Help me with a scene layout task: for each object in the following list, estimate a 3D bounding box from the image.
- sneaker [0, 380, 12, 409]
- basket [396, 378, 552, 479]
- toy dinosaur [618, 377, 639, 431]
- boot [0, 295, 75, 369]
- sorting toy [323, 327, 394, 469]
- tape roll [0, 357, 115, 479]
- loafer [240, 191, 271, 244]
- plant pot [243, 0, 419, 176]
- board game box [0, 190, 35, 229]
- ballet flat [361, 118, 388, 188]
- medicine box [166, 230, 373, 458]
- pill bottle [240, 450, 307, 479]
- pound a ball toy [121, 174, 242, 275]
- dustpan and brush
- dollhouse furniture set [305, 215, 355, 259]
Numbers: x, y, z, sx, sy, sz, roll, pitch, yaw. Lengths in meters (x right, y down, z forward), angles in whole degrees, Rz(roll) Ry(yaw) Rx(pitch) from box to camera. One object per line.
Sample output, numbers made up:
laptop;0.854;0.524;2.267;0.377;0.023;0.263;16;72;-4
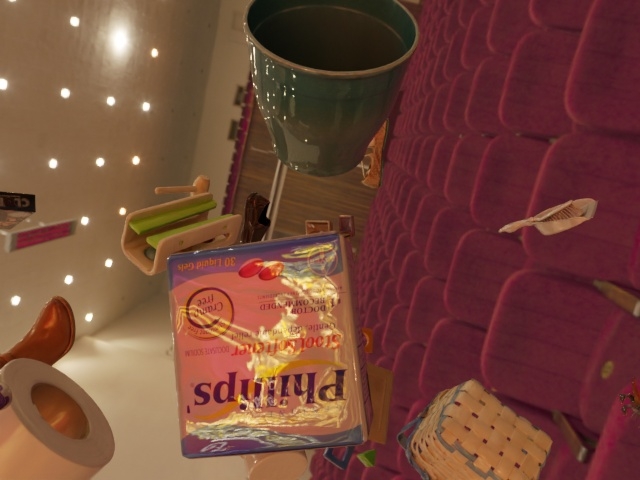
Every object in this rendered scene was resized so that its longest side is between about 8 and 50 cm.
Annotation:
sneaker;-0.552;0.266;0.783;0.169;0.068;0.071;-32;9;-13
basket;0.290;0.418;1.017;0.201;0.254;0.289;-41;-19;-39
toy dinosaur;0.511;0.267;0.823;0.047;0.082;0.090;-74;-5;-53
boot;-0.725;0.274;1.263;0.284;0.109;0.220;-60;-16;13
sorting toy;0.089;0.384;1.300;0.047;0.196;0.348;-36;34;52
tape roll;-0.551;0.370;1.052;0.100;0.286;0.286;-43;-8;-5
loafer;-0.202;-0.044;1.691;0.080;0.078;0.220;-47;-31;-54
plant pot;0.006;-0.257;0.908;0.255;0.271;0.272;99;-172;-51
board game box;-0.751;-0.067;1.099;0.243;0.165;0.042;3;-105;-47
ballet flat;0.152;-0.253;1.520;0.073;0.067;0.206;-102;17;-81
medicine box;-0.070;0.152;0.795;0.149;0.263;0.290;39;-136;-79
pill bottle;-0.101;0.313;0.941;0.221;0.121;0.121;-118;33;-50
pound a ball toy;-0.358;-0.040;1.350;0.319;0.208;0.136;-26;-35;-52
dustpan and brush;0.516;-0.047;1.219;0.211;0.060;0.147;-33;0;37
dollhouse furniture set;0.000;0.000;1.048;0.081;0.114;0.091;-13;-78;-48
